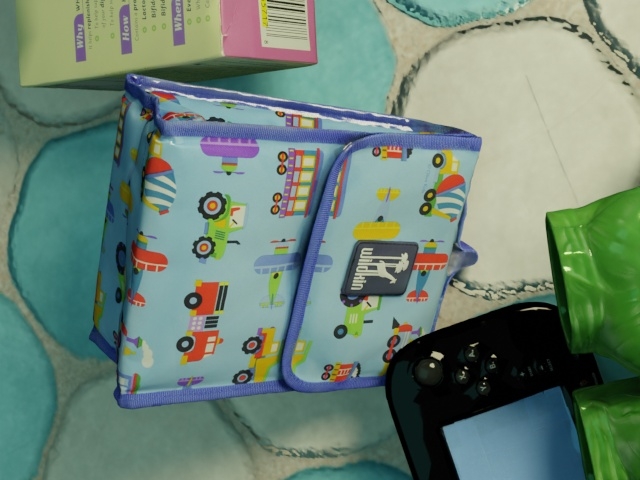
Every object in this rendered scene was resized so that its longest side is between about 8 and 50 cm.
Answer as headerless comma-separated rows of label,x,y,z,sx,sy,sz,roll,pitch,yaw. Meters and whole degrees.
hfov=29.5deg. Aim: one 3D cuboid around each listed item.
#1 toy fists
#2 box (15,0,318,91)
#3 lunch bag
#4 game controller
toy fists,0.249,0.087,0.852,0.142,0.096,0.279,-12,114,5
box,-0.134,-0.240,1.005,0.243,0.117,0.213,-2,93,38
lunch bag,-0.014,0.006,0.956,0.293,0.138,0.220,3,110,-22
game controller,0.170,0.213,0.958,0.167,0.067,0.319,-20,86,8
